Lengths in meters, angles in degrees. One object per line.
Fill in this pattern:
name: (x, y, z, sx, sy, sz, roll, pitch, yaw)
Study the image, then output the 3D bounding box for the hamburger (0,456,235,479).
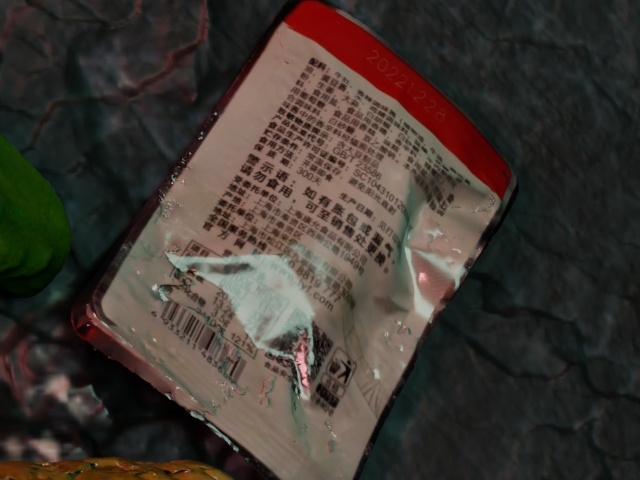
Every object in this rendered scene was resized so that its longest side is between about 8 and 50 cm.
hamburger: (-0.077, 0.177, 0.663, 0.183, 0.130, 0.206, 5, 67, -33)

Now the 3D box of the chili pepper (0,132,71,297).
chili pepper: (-0.210, -0.046, 0.695, 0.257, 0.074, 0.100, 30, 103, -16)

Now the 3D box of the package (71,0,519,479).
package: (0.000, 0.000, 0.837, 0.154, 0.030, 0.239, 40, 56, -12)
